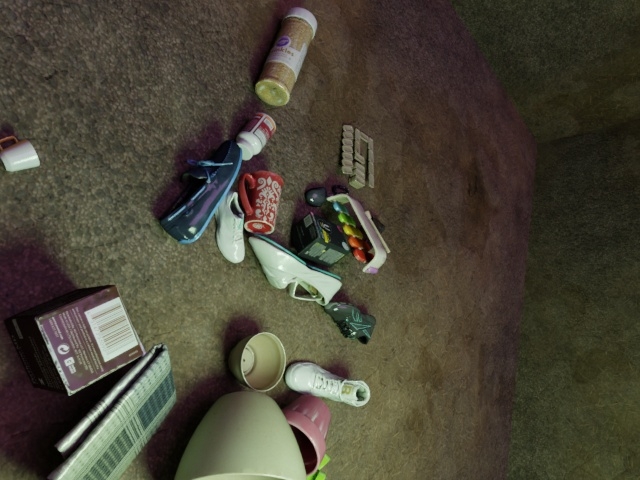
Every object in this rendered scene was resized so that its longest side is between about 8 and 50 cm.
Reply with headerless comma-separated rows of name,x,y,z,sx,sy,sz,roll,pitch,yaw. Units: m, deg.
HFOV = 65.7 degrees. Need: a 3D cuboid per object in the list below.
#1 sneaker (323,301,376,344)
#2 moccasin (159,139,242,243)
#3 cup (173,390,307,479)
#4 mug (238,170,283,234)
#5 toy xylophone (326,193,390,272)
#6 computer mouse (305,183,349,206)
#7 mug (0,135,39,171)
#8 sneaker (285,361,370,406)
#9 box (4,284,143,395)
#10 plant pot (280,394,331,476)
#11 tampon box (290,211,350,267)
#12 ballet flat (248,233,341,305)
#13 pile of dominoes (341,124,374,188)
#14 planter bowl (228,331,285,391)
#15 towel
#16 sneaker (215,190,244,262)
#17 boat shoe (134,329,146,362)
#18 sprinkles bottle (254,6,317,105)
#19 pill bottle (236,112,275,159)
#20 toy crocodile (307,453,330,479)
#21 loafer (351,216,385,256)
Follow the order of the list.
sneaker,0.108,0.293,1.771,0.267,0.101,0.106,31,64,-39
moccasin,-0.322,-0.157,1.365,0.117,0.138,0.341,39,56,-31
cup,-0.201,0.535,1.278,0.331,0.331,0.236,38,33,-36
mug,-0.194,-0.116,1.503,0.151,0.113,0.169,15,62,-22
toy xylophone,0.148,-0.029,1.782,0.236,0.081,0.322,27,36,-59
computer mouse,0.034,-0.169,1.817,0.242,0.041,0.071,-18,95,-48
mug,-0.660,-0.182,1.073,0.064,0.078,0.062,-34,141,-36
sneaker,0.037,0.467,1.614,0.293,0.169,0.108,28,65,-39
box,-0.516,0.203,1.040,0.167,0.203,0.168,-28,103,-46
plant pot,-0.059,0.568,1.488,0.180,0.202,0.201,-38,111,-60
tampon box,0.000,0.000,1.675,0.161,0.101,0.120,24,36,-42
ballet flat,-0.084,0.113,1.590,0.400,0.139,0.139,31,61,-41
pile of dominoes,0.139,-0.334,1.980,0.196,0.040,0.250,24,58,-42
planter bowl,-0.196,0.346,1.427,0.162,0.109,0.161,10,76,-46
towel,-0.438,0.412,1.079,0.056,0.312,0.324,27,52,11
sneaker,-0.253,-0.039,1.446,0.080,0.094,0.212,-18,96,-49
boat shoe,-0.459,0.262,1.213,0.040,0.049,0.142,-26,101,-27
sprinkles bottle,-0.113,-0.626,1.682,0.121,0.121,0.355,37,58,-37
pill bottle,-0.209,-0.324,1.551,0.086,0.086,0.152,51,50,-28
toy crocodile,-0.080,0.772,1.489,0.115,0.105,0.340,30,53,8
loafer,0.171,-0.017,1.920,0.078,0.080,0.220,53,43,-14
